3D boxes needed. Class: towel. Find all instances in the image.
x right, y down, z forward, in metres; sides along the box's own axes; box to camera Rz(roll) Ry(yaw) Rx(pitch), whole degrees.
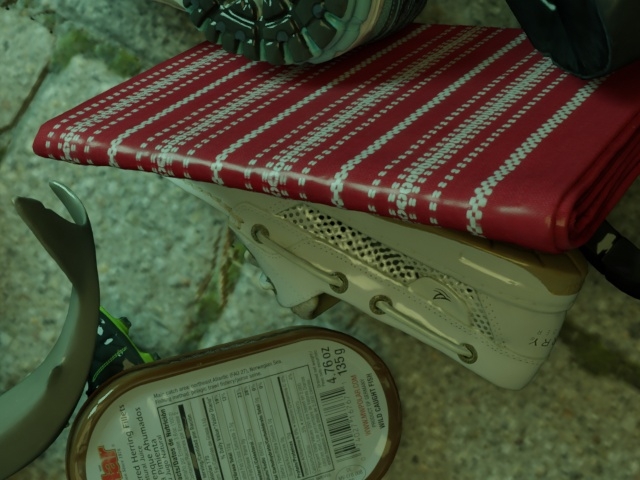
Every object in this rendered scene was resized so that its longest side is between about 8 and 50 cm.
[{"bbox_3d":[0.027,-0.062,0.520,0.275,0.199,0.031,11,122,32],"label":"towel"}]

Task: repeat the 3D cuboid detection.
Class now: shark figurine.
[{"bbox_3d":[-0.195,0.099,0.592,0.278,0.116,0.166,-35,88,26],"label":"shark figurine"}]

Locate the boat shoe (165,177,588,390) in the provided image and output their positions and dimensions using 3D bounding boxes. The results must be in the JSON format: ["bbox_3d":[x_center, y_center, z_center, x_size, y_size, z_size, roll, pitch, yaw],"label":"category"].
[{"bbox_3d":[0.000,0.000,0.595,0.277,0.098,0.096,26,112,23],"label":"boat shoe"}]

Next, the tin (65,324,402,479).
[{"bbox_3d":[-0.045,0.109,0.603,0.190,0.040,0.106,-14,86,-16],"label":"tin"}]

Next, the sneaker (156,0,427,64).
[{"bbox_3d":[-0.064,-0.172,0.599,0.283,0.122,0.110,35,119,27],"label":"sneaker"}]

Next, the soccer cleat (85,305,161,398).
[{"bbox_3d":[-0.110,0.121,0.629,0.072,0.060,0.179,-26,86,-22],"label":"soccer cleat"}]

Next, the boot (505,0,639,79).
[{"bbox_3d":[0.296,-0.176,0.435,0.445,0.367,0.146,-18,131,-7],"label":"boot"}]

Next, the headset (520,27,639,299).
[{"bbox_3d":[0.283,-0.024,0.567,0.243,0.185,0.394,-46,68,2],"label":"headset"}]
